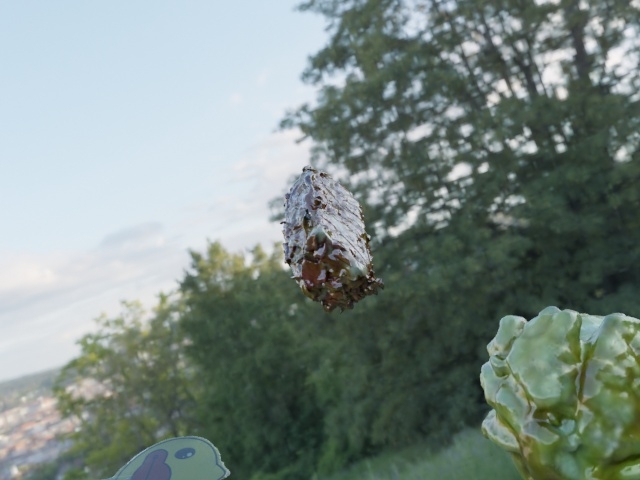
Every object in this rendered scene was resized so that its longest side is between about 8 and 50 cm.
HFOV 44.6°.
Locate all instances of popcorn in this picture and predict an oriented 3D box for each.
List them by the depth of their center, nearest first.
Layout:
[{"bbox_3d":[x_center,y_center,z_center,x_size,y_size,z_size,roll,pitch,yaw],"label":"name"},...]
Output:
[{"bbox_3d":[0.360,0.227,1.039,0.279,0.274,0.335,-20,-47,41],"label":"popcorn"}]

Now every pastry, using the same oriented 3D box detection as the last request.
[{"bbox_3d":[0.002,0.002,0.594,0.063,0.087,0.169,-42,17,15],"label":"pastry"}]

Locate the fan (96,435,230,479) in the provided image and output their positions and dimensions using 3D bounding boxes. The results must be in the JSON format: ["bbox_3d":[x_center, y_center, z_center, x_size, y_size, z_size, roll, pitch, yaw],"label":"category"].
[{"bbox_3d":[-0.330,0.448,1.451,0.335,0.011,0.229,-9,26,9],"label":"fan"}]
